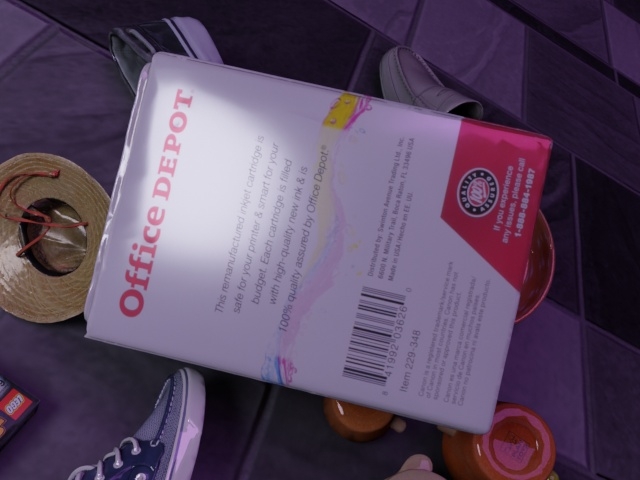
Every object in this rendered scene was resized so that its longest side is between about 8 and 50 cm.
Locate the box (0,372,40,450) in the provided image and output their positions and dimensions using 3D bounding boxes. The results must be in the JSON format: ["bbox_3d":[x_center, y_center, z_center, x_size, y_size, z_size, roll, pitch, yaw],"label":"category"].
[{"bbox_3d":[-0.281,0.141,0.421,0.094,0.027,0.137,36,46,-4],"label":"box"}]

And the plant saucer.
[{"bbox_3d":[0.193,0.012,0.755,0.200,0.037,0.199,3,77,-13],"label":"plant saucer"}]

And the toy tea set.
[{"bbox_3d":[0.083,0.141,0.610,0.200,0.124,0.335,-23,71,-9],"label":"toy tea set"}]

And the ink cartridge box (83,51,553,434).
[{"bbox_3d":[0.000,0.000,0.497,0.307,0.131,0.225,14,89,5],"label":"ink cartridge box"}]

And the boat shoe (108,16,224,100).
[{"bbox_3d":[-0.137,-0.113,0.656,0.119,0.121,0.335,-16,57,-28],"label":"boat shoe"}]

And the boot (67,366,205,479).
[{"bbox_3d":[-0.145,0.174,0.448,0.086,0.069,0.189,22,50,-20],"label":"boot"}]

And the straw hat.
[{"bbox_3d":[-0.227,-0.003,0.535,0.144,0.144,0.061,44,4,5],"label":"straw hat"}]

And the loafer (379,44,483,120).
[{"bbox_3d":[0.186,-0.171,0.881,0.112,0.111,0.319,-9,62,-36],"label":"loafer"}]
